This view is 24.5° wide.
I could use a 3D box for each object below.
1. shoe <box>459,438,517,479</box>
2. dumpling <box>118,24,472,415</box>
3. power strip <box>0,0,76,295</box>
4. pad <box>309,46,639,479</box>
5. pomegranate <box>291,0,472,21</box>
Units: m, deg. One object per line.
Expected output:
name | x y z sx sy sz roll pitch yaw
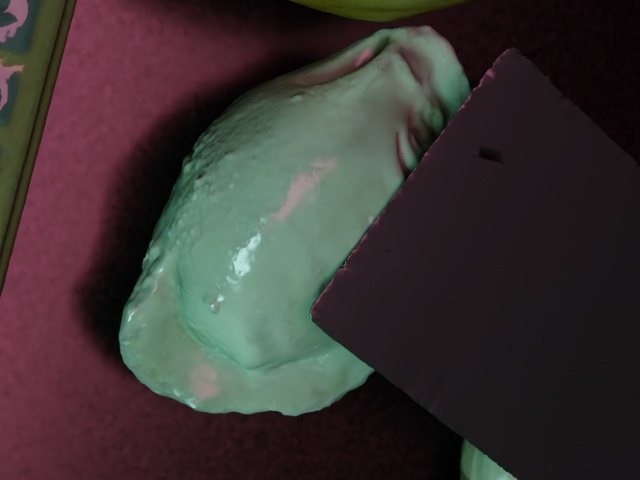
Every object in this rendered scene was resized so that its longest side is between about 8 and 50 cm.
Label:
shoe | 0.189 0.065 0.809 0.275 0.098 0.103 -46 107 -13
dumpling | -0.010 -0.011 0.723 0.219 0.108 0.152 -43 148 0
power strip | -0.167 -0.069 0.659 0.092 0.066 0.387 14 88 -26
pad | 0.131 0.046 0.728 0.265 0.009 0.159 39 86 -25
pomegranate | 0.024 -0.209 0.659 0.215 0.215 0.215 -2 95 -24
